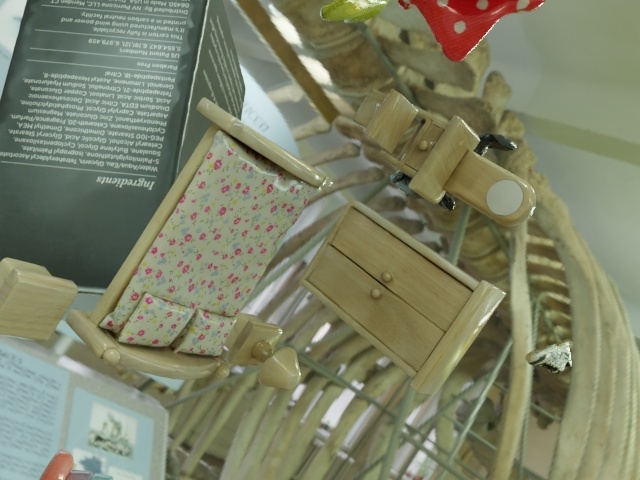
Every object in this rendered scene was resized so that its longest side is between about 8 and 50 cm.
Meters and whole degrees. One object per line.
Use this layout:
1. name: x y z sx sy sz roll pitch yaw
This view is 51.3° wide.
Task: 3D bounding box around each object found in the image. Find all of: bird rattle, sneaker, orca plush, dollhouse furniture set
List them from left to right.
1. dollhouse furniture set: 0.000 0.000 0.510 0.173 0.303 0.355 37 8 33
2. bird rattle: 0.090 -0.249 0.491 0.253 0.207 0.143 25 -25 55
3. orca plush: 0.229 -0.108 1.164 0.287 0.151 0.102 -22 -85 53
4. sneaker: 0.291 0.151 0.838 0.083 0.037 0.032 -4 -13 -38

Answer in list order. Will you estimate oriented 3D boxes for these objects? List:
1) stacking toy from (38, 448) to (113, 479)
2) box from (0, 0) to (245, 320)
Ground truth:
1. stacking toy: -0.382 0.473 0.971 0.130 0.309 0.279 23 -15 -7
2. box: -0.239 -0.099 0.844 0.211 0.396 0.293 5 -16 3
